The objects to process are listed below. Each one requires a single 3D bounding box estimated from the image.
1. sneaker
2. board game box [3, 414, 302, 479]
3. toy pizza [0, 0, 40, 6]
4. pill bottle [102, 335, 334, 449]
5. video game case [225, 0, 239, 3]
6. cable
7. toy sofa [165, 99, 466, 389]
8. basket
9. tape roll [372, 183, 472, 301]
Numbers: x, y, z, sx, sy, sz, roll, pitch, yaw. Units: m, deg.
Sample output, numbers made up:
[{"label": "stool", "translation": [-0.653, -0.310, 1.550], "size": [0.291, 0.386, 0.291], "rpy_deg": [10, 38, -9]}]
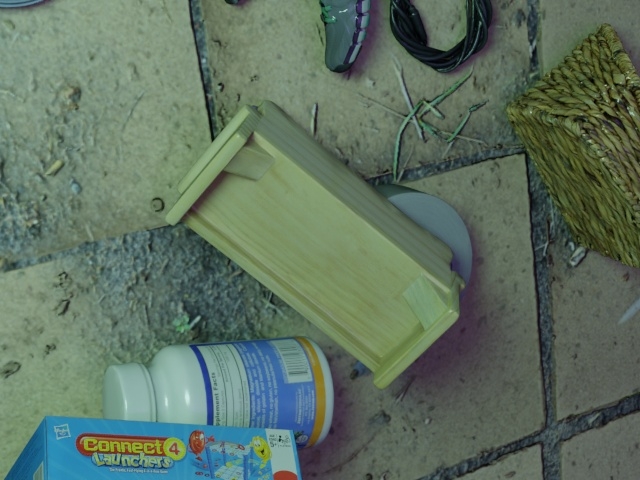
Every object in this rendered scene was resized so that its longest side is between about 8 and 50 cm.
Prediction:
[{"label": "sneaker", "translation": [0.013, -0.324, 1.285], "size": [0.098, 0.083, 0.223], "rpy_deg": [3, 111, -23]}, {"label": "board game box", "translation": [-0.224, 0.322, 1.236], "size": [0.302, 0.086, 0.308], "rpy_deg": [9, 142, -29]}, {"label": "toy pizza", "translation": [-0.350, -0.359, 1.126], "size": [0.201, 0.032, 0.201], "rpy_deg": [-7, 106, -26]}, {"label": "pill bottle", "translation": [-0.133, 0.205, 1.316], "size": [0.272, 0.152, 0.152], "rpy_deg": [-2, 104, -26]}, {"label": "video game case", "translation": [-0.084, -0.468, 1.230], "size": [0.248, 0.035, 0.275], "rpy_deg": [-40, 117, -12]}, {"label": "cable", "translation": [0.161, -0.318, 1.386], "size": [0.151, 0.047, 0.184], "rpy_deg": [-8, 107, -25]}, {"label": "toy sofa", "translation": [0.000, 0.000, 1.287], "size": [0.362, 0.177, 0.150], "rpy_deg": [39, 112, -10]}, {"label": "basket", "translation": [0.455, -0.136, 1.487], "size": [0.223, 0.213, 0.299], "rpy_deg": [-40, 117, -11]}, {"label": "tape roll", "translation": [0.102, 0.033, 1.435], "size": [0.219, 0.072, 0.219], "rpy_deg": [-7, 106, -25]}]
